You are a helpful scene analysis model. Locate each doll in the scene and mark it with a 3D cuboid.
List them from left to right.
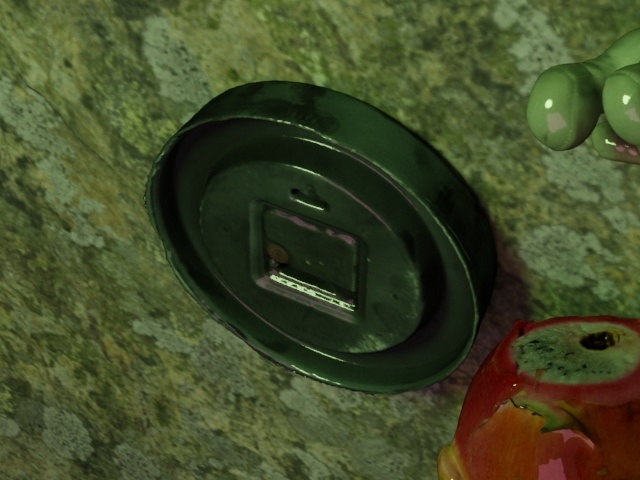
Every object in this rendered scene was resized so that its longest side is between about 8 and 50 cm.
[{"bbox_3d":[0.254,-0.036,0.995,0.275,0.113,0.155,40,151,-19],"label":"doll"}]

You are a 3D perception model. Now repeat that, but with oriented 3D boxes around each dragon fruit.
[{"bbox_3d":[0.196,0.167,1.163,0.224,0.224,0.227,5,128,32],"label":"dragon fruit"}]

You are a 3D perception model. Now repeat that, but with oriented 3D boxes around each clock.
[{"bbox_3d":[0.000,0.000,1.248,0.280,0.055,0.281,20,139,18],"label":"clock"}]
